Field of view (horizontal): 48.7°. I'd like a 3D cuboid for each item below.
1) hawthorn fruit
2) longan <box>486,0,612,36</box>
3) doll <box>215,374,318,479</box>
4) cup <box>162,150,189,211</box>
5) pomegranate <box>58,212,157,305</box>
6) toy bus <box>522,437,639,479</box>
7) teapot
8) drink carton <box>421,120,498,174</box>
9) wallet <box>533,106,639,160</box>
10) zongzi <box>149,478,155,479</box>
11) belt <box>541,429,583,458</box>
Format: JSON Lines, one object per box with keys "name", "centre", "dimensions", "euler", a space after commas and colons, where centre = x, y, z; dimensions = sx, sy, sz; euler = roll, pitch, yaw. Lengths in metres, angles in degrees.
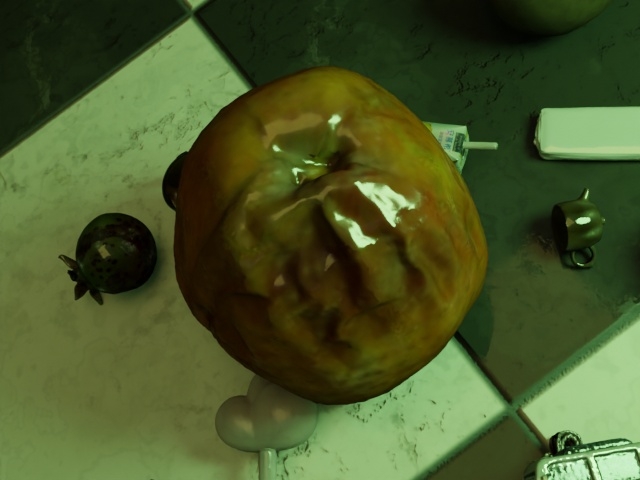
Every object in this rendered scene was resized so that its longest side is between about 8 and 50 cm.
{"name": "hawthorn fruit", "centre": [0.000, 0.000, 0.969], "dimensions": [0.471, 0.472, 0.472], "euler": [-5, 67, 13]}
{"name": "longan", "centre": [0.384, -0.464, 1.161], "dimensions": [0.257, 0.258, 0.258], "euler": [-5, 67, 13]}
{"name": "doll", "centre": [-0.077, 0.352, 1.032], "dimensions": [0.160, 0.094, 0.366], "euler": [-9, 67, 14]}
{"name": "cup", "centre": [-0.189, -0.087, 1.213], "dimensions": [0.113, 0.138, 0.150], "euler": [-7, 67, 12]}
{"name": "pomegranate", "centre": [-0.368, 0.032, 1.218], "dimensions": [0.169, 0.148, 0.149], "euler": [-33, 64, 8]}
{"name": "toy bus", "centre": [0.423, 0.310, 0.875], "dimensions": [0.342, 0.097, 0.138], "euler": [-9, 66, -2]}
{"name": "teapot", "centre": [0.395, -0.017, 1.066], "dimensions": [0.068, 0.076, 0.121], "euler": [-9, 94, 2]}
{"name": "drink carton", "centre": [0.193, -0.156, 1.172], "dimensions": [0.199, 0.074, 0.084], "euler": [11, 73, 18]}
{"name": "wallet", "centre": [0.440, -0.171, 1.135], "dimensions": [0.189, 0.033, 0.095], "euler": [1, 68, 15]}
{"name": "zongzi", "centre": [-0.265, 0.473, 1.031], "dimensions": [0.189, 0.081, 0.178], "euler": [-36, 68, -15]}
{"name": "belt", "centre": [0.336, 0.372, 0.933], "dimensions": [0.071, 0.053, 0.232], "euler": [-13, 66, 11]}
